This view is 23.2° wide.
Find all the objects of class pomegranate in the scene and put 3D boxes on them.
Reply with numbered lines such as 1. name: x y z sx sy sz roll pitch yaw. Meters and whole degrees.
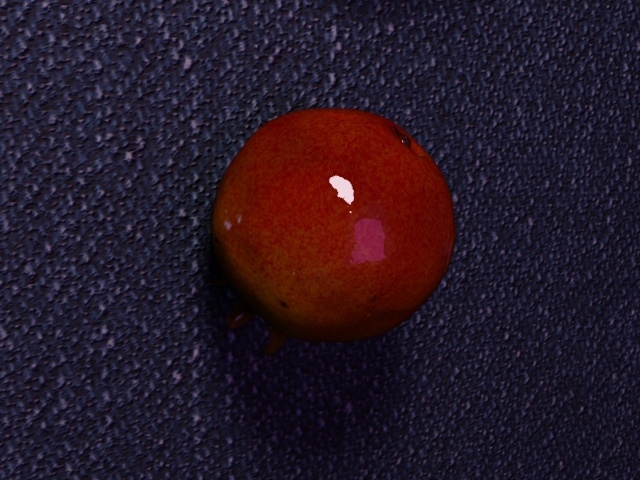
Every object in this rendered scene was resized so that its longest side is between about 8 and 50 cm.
1. pomegranate: 0.000 0.000 1.431 0.220 0.221 0.257 7 131 -41
